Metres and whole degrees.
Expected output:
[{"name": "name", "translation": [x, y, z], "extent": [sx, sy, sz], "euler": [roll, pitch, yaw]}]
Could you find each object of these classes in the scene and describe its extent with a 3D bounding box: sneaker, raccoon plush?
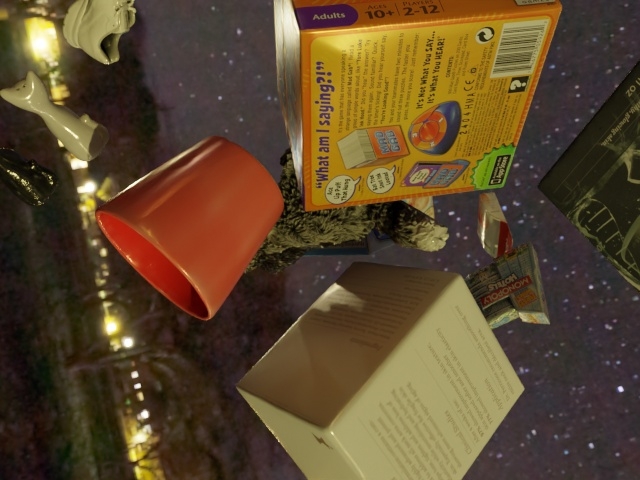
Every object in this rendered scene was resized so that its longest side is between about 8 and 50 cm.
[{"name": "sneaker", "translation": [-0.412, -0.487, 1.313], "extent": [0.129, 0.111, 0.297], "euler": [41, -49, 12]}, {"name": "raccoon plush", "translation": [0.000, 0.000, 1.347], "extent": [0.446, 0.216, 0.299], "euler": [36, -78, 47]}]

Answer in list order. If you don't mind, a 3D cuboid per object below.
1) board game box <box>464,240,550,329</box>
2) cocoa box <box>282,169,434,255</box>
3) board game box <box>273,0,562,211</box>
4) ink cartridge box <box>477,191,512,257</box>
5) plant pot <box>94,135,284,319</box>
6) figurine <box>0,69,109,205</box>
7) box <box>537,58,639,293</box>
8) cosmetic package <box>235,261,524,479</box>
[{"name": "board game box", "translation": [0.450, 0.128, 1.566], "extent": [0.060, 0.194, 0.194], "euler": [46, 22, -43]}, {"name": "cocoa box", "translation": [0.108, -0.103, 1.689], "extent": [0.231, 0.347, 0.228], "euler": [-2, -80, 38]}, {"name": "board game box", "translation": [0.116, -0.313, 1.095], "extent": [0.357, 0.355, 0.357], "euler": [91, -10, -52]}, {"name": "ink cartridge box", "translation": [0.444, -0.012, 1.701], "extent": [0.146, 0.045, 0.179], "euler": [80, 5, -45]}, {"name": "plant pot", "translation": [-0.212, -0.035, 1.174], "extent": [0.274, 0.243, 0.275], "euler": [35, -24, 18]}, {"name": "figurine", "translation": [-0.532, -0.190, 1.209], "extent": [0.092, 0.214, 0.209], "euler": [51, 2, 33]}, {"name": "box", "translation": [0.785, -0.132, 1.304], "extent": [0.472, 0.297, 0.480], "euler": [52, -39, 22]}, {"name": "cosmetic package", "translation": [0.122, 0.294, 1.325], "extent": [0.327, 0.393, 0.330], "euler": [6, -46, 54]}]
